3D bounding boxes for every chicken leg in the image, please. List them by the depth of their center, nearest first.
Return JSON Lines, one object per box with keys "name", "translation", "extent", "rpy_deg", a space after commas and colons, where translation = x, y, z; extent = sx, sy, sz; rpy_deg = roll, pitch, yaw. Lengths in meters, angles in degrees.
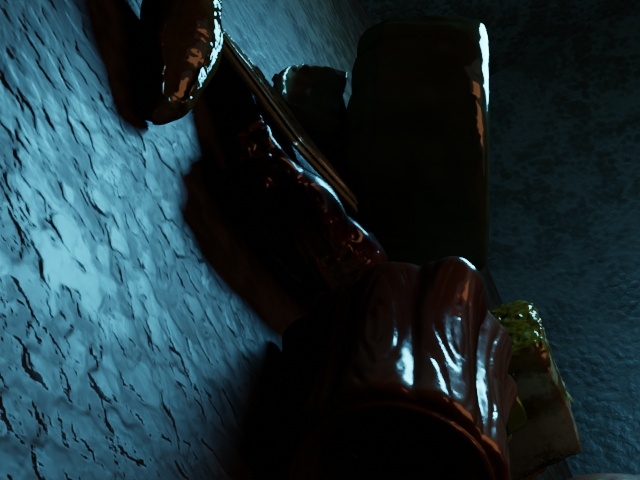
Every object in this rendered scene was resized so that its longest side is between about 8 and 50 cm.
{"name": "chicken leg", "translation": [0.000, 0.000, 1.095], "extent": [0.158, 0.096, 0.407], "rpy_deg": [49, 3, 25]}

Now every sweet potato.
{"name": "sweet potato", "translation": [-0.145, -0.214, 0.941], "extent": [0.112, 0.085, 0.285], "rpy_deg": [15, 54, -29]}

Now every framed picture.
{"name": "framed picture", "translation": [-0.058, -0.163, 1.158], "extent": [0.274, 0.017, 0.217], "rpy_deg": [54, 6, 25]}

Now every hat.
{"name": "hat", "translation": [-0.016, -0.140, 1.383], "extent": [0.166, 0.144, 0.173], "rpy_deg": [-79, -173, -60]}

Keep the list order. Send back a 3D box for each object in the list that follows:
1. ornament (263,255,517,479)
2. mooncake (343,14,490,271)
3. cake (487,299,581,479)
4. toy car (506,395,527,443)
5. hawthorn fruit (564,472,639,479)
{"name": "ornament", "translation": [0.060, 0.146, 0.829], "extent": [0.217, 0.221, 0.235], "rpy_deg": [-69, 178, -69]}
{"name": "mooncake", "translation": [0.133, -0.127, 1.363], "extent": [0.356, 0.194, 0.356], "rpy_deg": [-1, 90, -83]}
{"name": "cake", "translation": [0.317, 0.272, 1.643], "extent": [0.293, 0.199, 0.196], "rpy_deg": [62, 10, -18]}
{"name": "toy car", "translation": [0.126, 0.163, 1.239], "extent": [0.235, 0.145, 0.235], "rpy_deg": [59, -8, 14]}
{"name": "hawthorn fruit", "translation": [0.346, 0.432, 1.111], "extent": [0.403, 0.403, 0.403], "rpy_deg": [60, 13, -24]}
